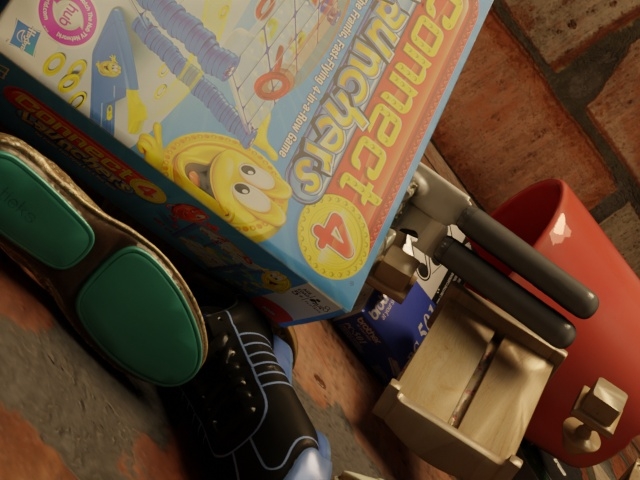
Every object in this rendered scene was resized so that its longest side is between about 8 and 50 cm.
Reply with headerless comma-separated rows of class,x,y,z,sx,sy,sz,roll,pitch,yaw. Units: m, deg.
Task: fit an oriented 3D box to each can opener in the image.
can opener,0.154,0.004,1.347,0.280,0.074,0.093,37,4,24

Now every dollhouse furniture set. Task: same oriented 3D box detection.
dollhouse furniture set,0.127,0.221,1.266,0.355,0.174,0.303,33,36,6

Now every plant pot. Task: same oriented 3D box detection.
plant pot,0.261,0.107,1.516,0.243,0.275,0.275,42,13,-8

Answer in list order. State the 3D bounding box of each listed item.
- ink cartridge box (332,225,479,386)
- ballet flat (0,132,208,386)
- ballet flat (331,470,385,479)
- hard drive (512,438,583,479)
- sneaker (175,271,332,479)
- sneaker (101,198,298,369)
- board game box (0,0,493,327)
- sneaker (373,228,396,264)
ink cartridge box,0.095,0.049,1.432,0.097,0.046,0.207,51,44,-19
ballet flat,-0.142,0.006,0.801,0.206,0.073,0.067,53,-3,-31
ballet flat,0.028,0.196,0.928,0.087,0.083,0.247,44,6,18
hard drive,0.303,0.354,1.623,0.237,0.064,0.339,59,11,17
sneaker,-0.058,0.100,0.858,0.090,0.081,0.232,47,7,-24
sneaker,-0.082,0.015,1.006,0.192,0.064,0.086,48,18,-18
board game box,-0.053,-0.149,0.941,0.302,0.086,0.308,37,63,-23
sneaker,0.000,0.000,1.245,0.099,0.121,0.262,55,12,5
